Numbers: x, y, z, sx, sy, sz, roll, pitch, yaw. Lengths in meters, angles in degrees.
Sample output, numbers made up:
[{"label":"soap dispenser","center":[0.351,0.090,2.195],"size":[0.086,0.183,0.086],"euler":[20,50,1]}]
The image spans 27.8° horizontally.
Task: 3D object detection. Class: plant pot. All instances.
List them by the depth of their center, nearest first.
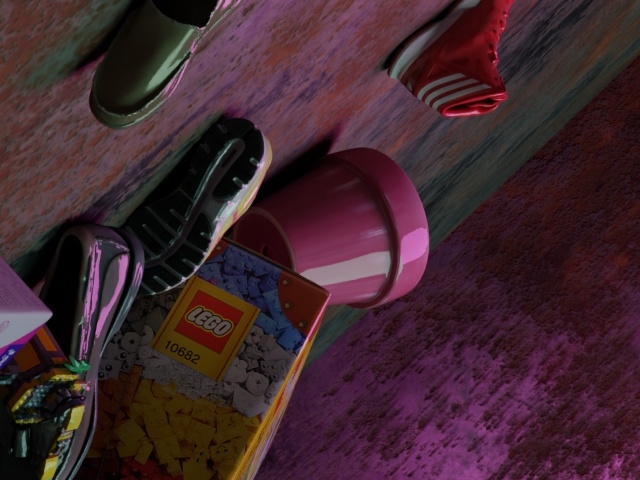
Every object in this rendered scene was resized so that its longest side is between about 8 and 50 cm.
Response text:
[{"label":"plant pot","center":[0.000,0.000,1.571],"size":[0.180,0.201,0.201],"euler":[-17,156,-35]}]

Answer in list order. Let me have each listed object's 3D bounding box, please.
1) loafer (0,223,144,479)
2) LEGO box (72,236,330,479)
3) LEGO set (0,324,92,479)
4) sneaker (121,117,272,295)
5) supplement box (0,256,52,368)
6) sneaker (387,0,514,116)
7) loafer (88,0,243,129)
[{"label":"loafer","center":[-0.241,0.109,1.139],"size":[0.084,0.096,0.267],"euler":[22,86,-66]},{"label":"LEGO box","center":[-0.187,0.263,1.467],"size":[0.372,0.193,0.500],"euler":[-61,176,-28]},{"label":"LEGO set","center":[-0.311,0.219,1.001],"size":[0.331,0.192,0.255],"euler":[-44,154,12]},{"label":"sneaker","center":[-0.114,-0.027,1.255],"size":[0.208,0.081,0.094],"euler":[-47,172,11]},{"label":"supplement box","center":[-0.276,0.045,0.798],"size":[0.111,0.114,0.220],"euler":[-46,172,5]},{"label":"sneaker","center":[0.195,-0.225,1.541],"size":[0.221,0.128,0.087],"euler":[-41,170,-16]},{"label":"loafer","center":[-0.108,-0.142,0.879],"size":[0.148,0.056,0.050],"euler":[-54,170,-4]}]
